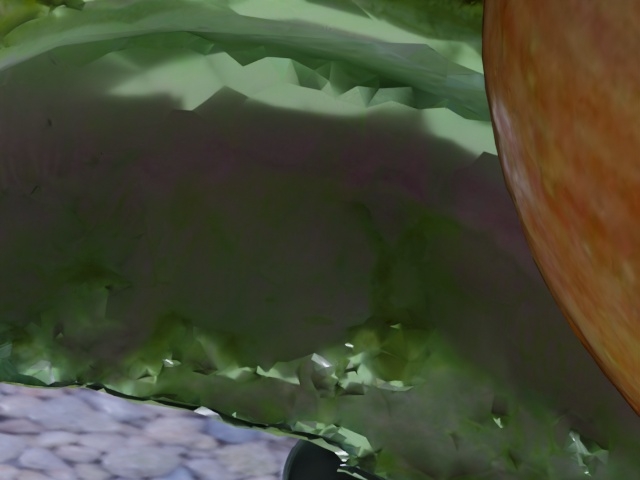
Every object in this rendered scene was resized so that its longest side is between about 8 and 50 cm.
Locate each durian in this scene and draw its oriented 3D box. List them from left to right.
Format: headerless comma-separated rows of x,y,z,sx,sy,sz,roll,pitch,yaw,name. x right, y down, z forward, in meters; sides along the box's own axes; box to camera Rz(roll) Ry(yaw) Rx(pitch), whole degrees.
0.000,0.000,0.627,0.352,0.169,0.158,13,148,-10,durian

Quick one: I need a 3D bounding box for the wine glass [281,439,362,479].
0.017,0.153,0.954,0.073,0.073,0.155,5,147,2,wine glass

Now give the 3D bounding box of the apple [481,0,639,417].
0.187,-0.070,0.444,0.309,0.250,0.277,-17,130,-2,apple
